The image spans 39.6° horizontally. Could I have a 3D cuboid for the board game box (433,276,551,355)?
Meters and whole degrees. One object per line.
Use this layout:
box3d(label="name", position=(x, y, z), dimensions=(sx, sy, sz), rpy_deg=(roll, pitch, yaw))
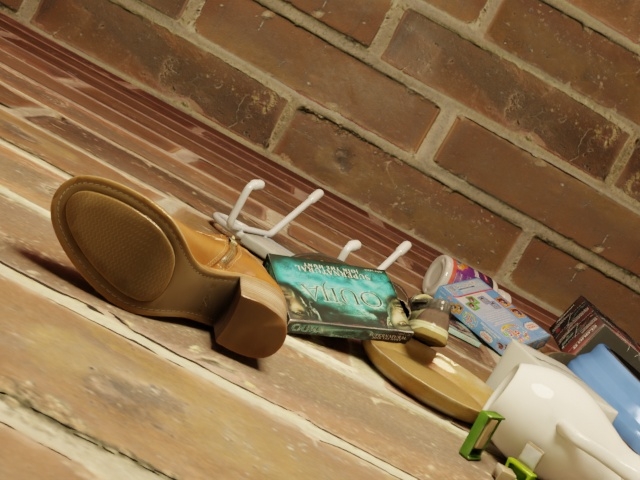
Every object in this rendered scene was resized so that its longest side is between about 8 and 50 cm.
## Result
box3d(label="board game box", position=(0.366, 0.162, 1.894), dimensions=(0.160, 0.039, 0.211), rpy_deg=(-7, 39, -48))

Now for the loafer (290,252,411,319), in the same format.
box3d(label="loafer", position=(0.041, 0.072, 1.281), dimensions=(0.220, 0.080, 0.078), rpy_deg=(12, 6, -22))

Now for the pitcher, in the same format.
box3d(label="pitcher", position=(0.302, 0.238, 1.052), dimensions=(0.207, 0.125, 0.178), rpy_deg=(37, -11, 9))

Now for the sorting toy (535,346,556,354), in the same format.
box3d(label="sorting toy", position=(0.551, 0.308, 1.885), dimensions=(0.229, 0.041, 0.307), rpy_deg=(29, 11, -7))

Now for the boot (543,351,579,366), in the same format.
box3d(label="boot", position=(0.432, 0.265, 1.578), dimensions=(0.115, 0.112, 0.305), rpy_deg=(9, -13, 46))

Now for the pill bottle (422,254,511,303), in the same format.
box3d(label="pill bottle", position=(0.344, 0.119, 2.071), dimensions=(0.193, 0.108, 0.108), rpy_deg=(27, 8, -17))

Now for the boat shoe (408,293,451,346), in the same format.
box3d(label="boat shoe", position=(0.158, 0.121, 1.389), dimensions=(0.080, 0.073, 0.223), rpy_deg=(28, -6, -7))

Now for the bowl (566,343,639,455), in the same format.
box3d(label="bowl", position=(0.545, 0.310, 1.359), dimensions=(0.391, 0.077, 0.391), rpy_deg=(41, 10, -9))

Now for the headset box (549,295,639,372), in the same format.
box3d(label="headset box", position=(0.593, 0.246, 1.788), dimensions=(0.218, 0.110, 0.293), rpy_deg=(41, 11, -1))

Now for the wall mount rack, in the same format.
box3d(label="wall mount rack", position=(0.000, 0.000, 1.532), dimensions=(0.350, 0.130, 0.304), rpy_deg=(33, 8, 19))

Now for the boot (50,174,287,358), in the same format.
box3d(label="boot", position=(-0.158, 0.008, 0.978), dimensions=(0.283, 0.109, 0.220), rpy_deg=(29, 9, -16))

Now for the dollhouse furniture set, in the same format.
box3d(label="dollhouse furniture set", position=(0.231, 0.254, 0.980), dimensions=(0.151, 0.059, 0.076), rpy_deg=(35, 10, 39))

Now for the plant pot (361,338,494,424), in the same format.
box3d(label="plant pot", position=(0.152, 0.189, 1.226), dimensions=(0.236, 0.032, 0.236), rpy_deg=(29, 9, -5))

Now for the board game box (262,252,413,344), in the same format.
box3d(label="board game box", position=(0.023, 0.078, 1.183), dimensions=(0.186, 0.026, 0.126), rpy_deg=(8, 38, -27))

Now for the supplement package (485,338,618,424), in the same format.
box3d(label="supplement package", position=(0.319, 0.232, 1.267), dimensions=(0.105, 0.105, 0.179), rpy_deg=(26, 8, -14))

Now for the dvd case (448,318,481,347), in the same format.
box3d(label="dvd case", position=(0.271, 0.176, 1.797), dimensions=(0.087, 0.013, 0.119), rpy_deg=(28, 9, -10))
